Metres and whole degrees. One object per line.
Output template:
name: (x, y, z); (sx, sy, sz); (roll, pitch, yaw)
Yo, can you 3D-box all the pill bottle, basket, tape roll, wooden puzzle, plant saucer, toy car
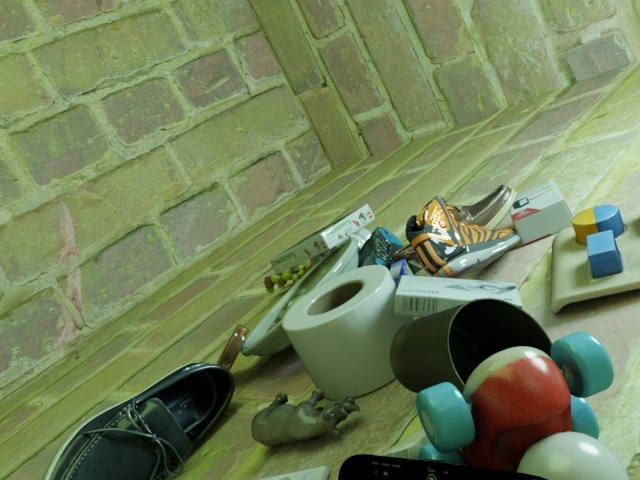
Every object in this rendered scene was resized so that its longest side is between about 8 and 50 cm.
pill bottle: (0.074, 0.043, 1.997); (0.193, 0.108, 0.108); (-32, 13, -20)
basket: (0.220, 0.183, 1.022); (0.154, 0.204, 0.227); (-63, 15, -19)
tape roll: (0.065, 0.183, 1.323); (0.246, 0.169, 0.246); (-27, 12, 6)
wooden puzzle: (0.584, -0.011, 1.195); (0.347, 0.081, 0.322); (-22, 14, 27)
plant saucer: (-0.026, 0.162, 1.619); (0.400, 0.100, 0.400); (-45, 4, 4)
toy car: (0.253, 0.259, 0.711); (0.219, 0.210, 0.238); (-17, 39, -11)

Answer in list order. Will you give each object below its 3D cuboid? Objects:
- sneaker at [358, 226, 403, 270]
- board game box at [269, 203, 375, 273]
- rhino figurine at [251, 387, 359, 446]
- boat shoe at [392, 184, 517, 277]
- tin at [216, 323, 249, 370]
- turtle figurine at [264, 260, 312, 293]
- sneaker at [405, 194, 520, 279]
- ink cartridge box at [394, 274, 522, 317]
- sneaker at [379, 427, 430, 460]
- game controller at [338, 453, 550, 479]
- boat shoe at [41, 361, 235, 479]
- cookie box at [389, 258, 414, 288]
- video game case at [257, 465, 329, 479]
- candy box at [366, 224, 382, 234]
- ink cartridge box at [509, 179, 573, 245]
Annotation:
sneaker: (0.144, 0.094, 1.711); (0.140, 0.125, 0.341); (-53, 4, 26)
board game box: (0.000, 0.000, 1.879); (0.193, 0.053, 0.305); (-33, 4, -35)
rhino figurine: (-0.027, 0.324, 1.181); (0.243, 0.073, 0.106); (-17, 13, 35)
boat shoe: (0.326, -0.037, 1.603); (0.342, 0.123, 0.123); (-40, 5, 6)
tin: (-0.231, 0.292, 1.615); (0.190, 0.040, 0.106); (-60, 1, 26)
turtle figurine: (-0.078, 0.109, 2.105); (0.217, 0.087, 0.269); (-20, 15, 31)
sneaker: (0.312, -0.022, 1.436); (0.321, 0.180, 0.124); (-14, -24, -48)
ink cartridge box: (0.257, 0.101, 1.223); (0.223, 0.045, 0.224); (4, 9, 10)
sneaker: (0.135, 0.312, 0.903); (0.235, 0.090, 0.095); (-32, -11, 1)
game controller: (0.134, 0.316, 0.678); (0.067, 0.167, 0.319); (-12, -1, -42)
boat shoe: (-0.356, 0.402, 1.330); (0.156, 0.187, 0.500); (-26, 6, 38)
cookie box: (0.197, 0.106, 1.526); (0.040, 0.092, 0.107); (-27, 13, 21)
video game case: (-0.070, 0.421, 1.011); (0.143, 0.019, 0.157); (-22, 14, 26)
candy box: (0.112, 0.010, 2.231); (0.205, 0.027, 0.105); (-23, 16, 22)
ink cartridge box: (0.525, -0.069, 1.566); (0.127, 0.072, 0.175); (-25, 14, 18)
